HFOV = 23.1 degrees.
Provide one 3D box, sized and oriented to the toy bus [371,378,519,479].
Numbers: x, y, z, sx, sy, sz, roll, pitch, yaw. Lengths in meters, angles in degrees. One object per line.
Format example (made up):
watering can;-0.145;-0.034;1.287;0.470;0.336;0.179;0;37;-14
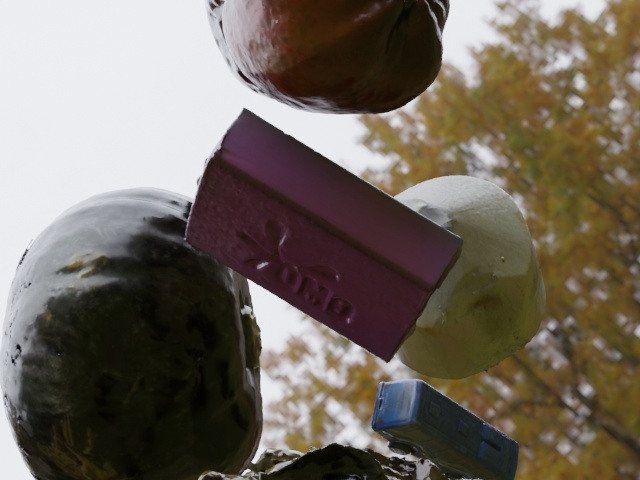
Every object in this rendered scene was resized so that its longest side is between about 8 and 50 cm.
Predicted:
toy bus;0.165;0.259;2.039;0.236;0.094;0.079;34;-117;-36

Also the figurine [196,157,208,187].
figurine;-0.127;-0.094;2.094;0.050;0.047;0.083;-23;-14;-47

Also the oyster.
oyster;0.047;0.307;1.756;0.221;0.361;0.096;-58;-7;-27

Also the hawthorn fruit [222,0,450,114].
hawthorn fruit;0.001;-0.219;1.523;0.224;0.261;0.224;8;-102;-38

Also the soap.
soap;-0.001;0.001;1.570;0.081;0.259;0.181;-55;-4;-31

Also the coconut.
coconut;0.152;0.043;1.847;0.241;0.241;0.241;-27;-40;-25

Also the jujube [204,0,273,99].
jujube;-0.035;-0.289;1.852;0.223;0.223;0.318;-39;-16;-9

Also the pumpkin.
pumpkin;-0.250;0.147;2.080;0.343;0.454;0.454;-6;-41;5
